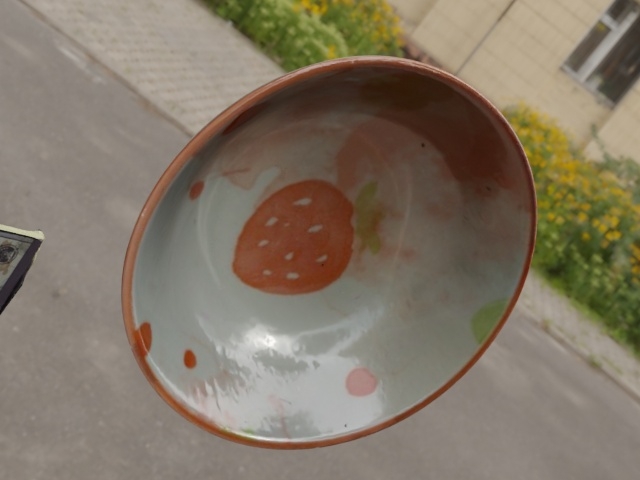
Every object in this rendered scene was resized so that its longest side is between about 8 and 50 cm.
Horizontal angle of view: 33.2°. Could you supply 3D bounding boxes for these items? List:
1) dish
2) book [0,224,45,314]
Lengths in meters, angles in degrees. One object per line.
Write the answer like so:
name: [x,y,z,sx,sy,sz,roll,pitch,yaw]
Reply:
dish: [0.000,0.000,0.664,0.260,0.260,0.085,29,13,-32]
book: [-0.374,0.031,0.935,0.231,0.157,0.026,18,29,-45]
